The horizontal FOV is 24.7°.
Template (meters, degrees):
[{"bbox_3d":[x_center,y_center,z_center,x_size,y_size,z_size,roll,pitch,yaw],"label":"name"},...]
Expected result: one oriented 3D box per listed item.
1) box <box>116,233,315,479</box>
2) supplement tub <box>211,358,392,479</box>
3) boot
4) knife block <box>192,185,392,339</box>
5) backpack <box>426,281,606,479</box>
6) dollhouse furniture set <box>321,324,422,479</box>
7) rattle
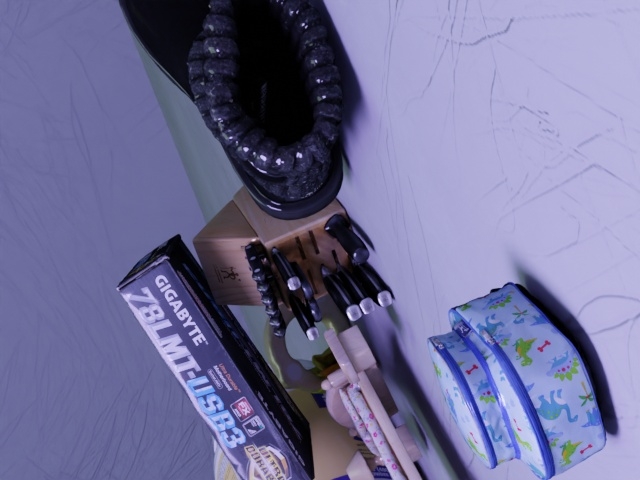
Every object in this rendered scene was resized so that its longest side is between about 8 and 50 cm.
[{"bbox_3d":[-0.112,0.140,1.641,0.295,0.073,0.293,57,180,-5],"label":"box"},{"bbox_3d":[-0.001,0.326,1.886,0.331,0.241,0.241,-124,13,-55],"label":"supplement tub"},{"bbox_3d":[-0.085,-0.187,1.318,0.348,0.131,0.260,54,177,12],"label":"boot"},{"bbox_3d":[0.000,0.000,1.579,0.275,0.242,0.088,-50,-50,-47],"label":"knife block"},{"bbox_3d":[0.124,0.096,0.921,0.105,0.084,0.114,68,170,-25],"label":"backpack"},{"bbox_3d":[0.060,0.314,1.512,0.303,0.174,0.355,61,178,35],"label":"dollhouse furniture set"},{"bbox_3d":[-0.001,0.083,1.821,0.143,0.130,0.199,127,147,-69],"label":"rattle"}]
